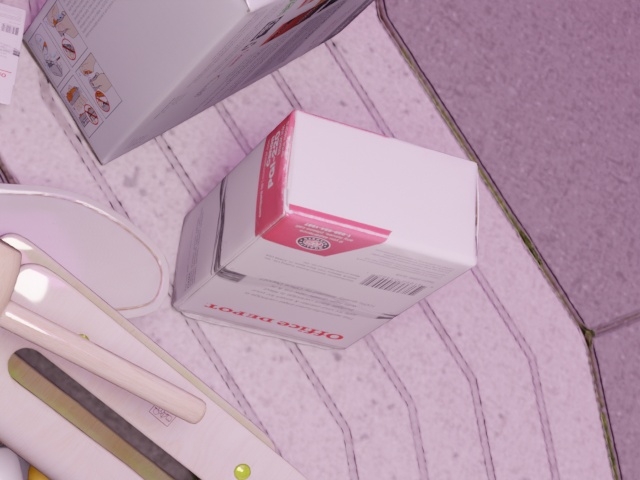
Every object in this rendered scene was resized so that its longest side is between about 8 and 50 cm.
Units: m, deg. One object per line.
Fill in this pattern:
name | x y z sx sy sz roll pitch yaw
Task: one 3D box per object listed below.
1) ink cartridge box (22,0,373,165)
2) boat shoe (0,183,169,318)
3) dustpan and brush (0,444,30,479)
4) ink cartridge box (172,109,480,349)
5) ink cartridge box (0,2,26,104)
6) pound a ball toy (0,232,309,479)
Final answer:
ink cartridge box | -0.047 -0.214 1.171 0.271 0.309 0.130 -32 89 -32
boat shoe | -0.239 0.010 1.135 0.254 0.079 0.095 10 72 -21
dustpan and brush | -0.216 0.220 1.087 0.147 0.060 0.211 -5 76 -28
ink cartridge box | 0.000 0.000 1.176 0.158 0.218 0.092 15 62 -22
ink cartridge box | -0.261 -0.144 1.202 0.048 0.028 0.083 14 68 -22
pound a ball toy | -0.153 0.124 1.022 0.319 0.208 0.136 41 86 -20
